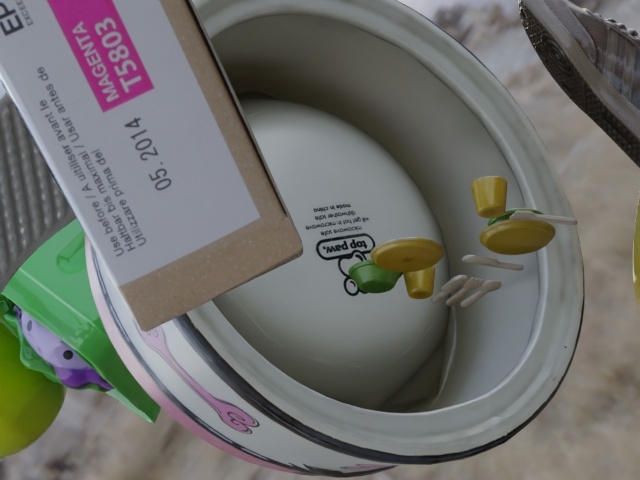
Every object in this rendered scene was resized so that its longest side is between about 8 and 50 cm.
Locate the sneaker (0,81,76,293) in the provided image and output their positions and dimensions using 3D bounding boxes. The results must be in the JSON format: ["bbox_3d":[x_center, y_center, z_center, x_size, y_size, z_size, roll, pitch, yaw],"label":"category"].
[{"bbox_3d":[-0.236,-0.041,1.025,0.282,0.102,0.161,-50,40,-9],"label":"sneaker"}]

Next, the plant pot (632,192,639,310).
[{"bbox_3d":[0.397,-0.033,1.267,0.254,0.239,0.254,-39,-44,-54],"label":"plant pot"}]

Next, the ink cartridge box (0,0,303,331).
[{"bbox_3d":[-0.113,-0.099,0.751,0.088,0.234,0.193,-27,23,-7],"label":"ink cartridge box"}]

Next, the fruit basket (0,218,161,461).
[{"bbox_3d":[-0.352,0.096,1.801,0.392,0.392,0.283,-55,-23,-14],"label":"fruit basket"}]

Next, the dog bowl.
[{"bbox_3d":[0.000,0.000,1.259,0.150,0.408,0.408,-39,13,48],"label":"dog bowl"}]

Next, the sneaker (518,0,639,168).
[{"bbox_3d":[0.219,-0.118,1.153,0.071,0.188,0.066,-36,-15,-7],"label":"sneaker"}]

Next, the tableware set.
[{"bbox_3d":[0.086,0.001,1.045,0.154,0.104,0.024,134,139,-56],"label":"tableware set"}]
